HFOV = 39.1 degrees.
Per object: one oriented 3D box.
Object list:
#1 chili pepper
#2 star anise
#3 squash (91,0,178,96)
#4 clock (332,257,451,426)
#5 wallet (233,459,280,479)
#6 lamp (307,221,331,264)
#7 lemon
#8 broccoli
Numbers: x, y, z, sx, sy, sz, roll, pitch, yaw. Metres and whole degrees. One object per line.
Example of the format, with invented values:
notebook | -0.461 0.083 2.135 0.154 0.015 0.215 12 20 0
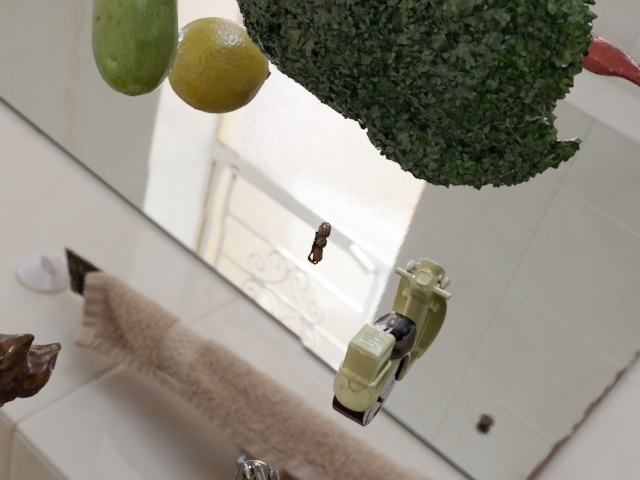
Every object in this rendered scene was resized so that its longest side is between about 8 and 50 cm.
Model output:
chili pepper | 0.382 -0.231 1.177 0.045 0.178 0.027 -50 -36 6
star anise | -0.361 0.138 0.896 0.196 0.111 0.212 -22 -50 -9
squash | -0.248 -0.378 1.223 0.118 0.118 0.370 18 -110 -66
clock | 0.152 0.190 1.766 0.379 0.120 0.276 -47 -24 -45
wallet | -0.024 0.303 0.591 0.045 0.318 0.172 3 -61 -20
lamp | 0.000 0.000 1.725 0.083 0.031 0.063 118 161 -50
lemon | -0.188 -0.324 1.676 0.203 0.178 0.178 7 -55 -21
broccoli | 0.085 -0.173 0.571 0.275 0.307 0.308 -25 -29 -9
